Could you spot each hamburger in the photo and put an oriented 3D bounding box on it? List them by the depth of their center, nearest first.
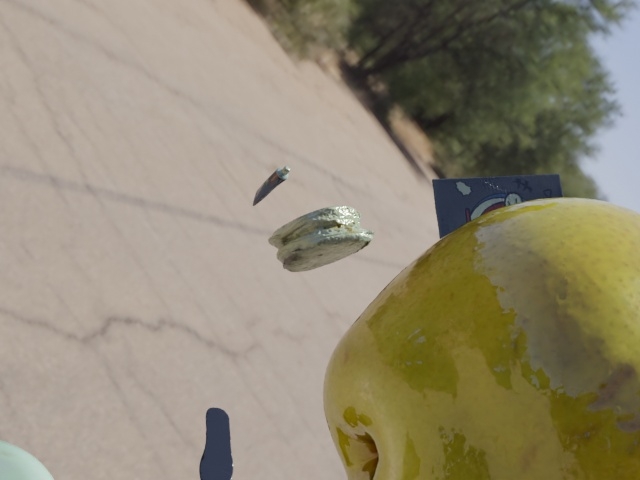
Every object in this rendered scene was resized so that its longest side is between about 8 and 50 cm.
[{"bbox_3d":[0.000,0.000,1.668,0.133,0.140,0.063,-2,68,-41],"label":"hamburger"}]

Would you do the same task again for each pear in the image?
[{"bbox_3d":[0.208,0.143,1.118,0.362,0.418,0.363,164,-90,-71],"label":"pear"}]

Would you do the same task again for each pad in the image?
[{"bbox_3d":[0.229,0.038,1.441,0.006,0.170,0.246,122,-36,-70],"label":"pad"}]

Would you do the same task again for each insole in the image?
[{"bbox_3d":[-0.150,0.303,1.724,0.053,0.002,0.153,16,43,-22],"label":"insole"}]

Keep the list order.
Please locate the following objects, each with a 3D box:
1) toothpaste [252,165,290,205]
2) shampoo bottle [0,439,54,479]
[{"bbox_3d":[-0.065,-0.073,1.575,0.019,0.083,0.027,31,45,-19],"label":"toothpaste"},{"bbox_3d":[-0.292,0.285,0.769,0.221,0.350,0.151,2,40,-41],"label":"shampoo bottle"}]
